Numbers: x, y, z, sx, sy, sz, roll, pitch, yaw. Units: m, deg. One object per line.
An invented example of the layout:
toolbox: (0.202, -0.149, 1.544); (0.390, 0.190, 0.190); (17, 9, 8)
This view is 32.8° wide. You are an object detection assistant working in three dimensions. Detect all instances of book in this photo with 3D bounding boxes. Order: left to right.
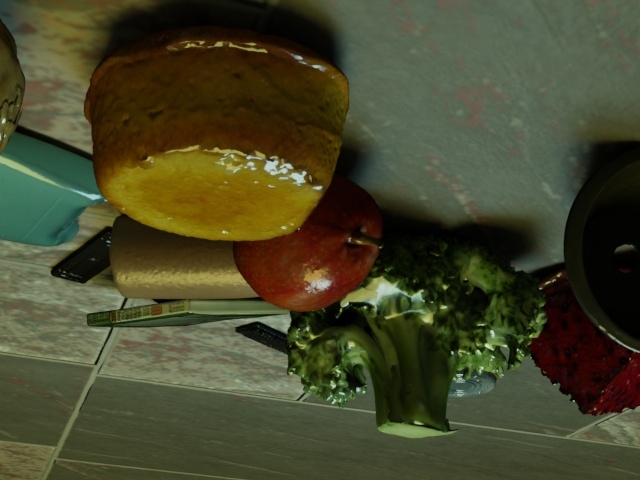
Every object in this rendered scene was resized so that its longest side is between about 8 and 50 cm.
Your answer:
book: (-0.212, 0.115, 1.722); (0.202, 0.027, 0.264); (2, 171, -45)

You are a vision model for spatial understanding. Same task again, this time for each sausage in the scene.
sausage: (-0.163, 0.022, 1.548); (0.253, 0.123, 0.123); (-1, 154, 4)

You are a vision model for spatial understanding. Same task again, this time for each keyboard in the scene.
keyboard: (-0.350, 0.026, 1.692); (0.061, 0.013, 0.204); (19, 149, -32)
keyboard: (-0.072, 0.191, 2.008); (0.060, 0.018, 0.195); (-15, 149, 37)

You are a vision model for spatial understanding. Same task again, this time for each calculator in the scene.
calculator: (-0.473, -0.086, 1.429); (0.386, 0.054, 0.256); (20, 149, -26)

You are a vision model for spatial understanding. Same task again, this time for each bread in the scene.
bread: (-0.115, -0.114, 1.202); (0.312, 0.172, 0.312); (1, 156, 0)

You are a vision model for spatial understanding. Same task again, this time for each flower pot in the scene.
flower pot: (0.423, 0.018, 1.401); (0.269, 0.268, 0.166); (4, 175, -4)

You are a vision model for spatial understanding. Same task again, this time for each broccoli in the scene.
broccoli: (0.124, 0.126, 1.587); (0.338, 0.317, 0.277); (37, 148, 2)

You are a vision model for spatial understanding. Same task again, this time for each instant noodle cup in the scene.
instant noodle cup: (0.237, 0.194, 1.865); (0.208, 0.125, 0.177); (13, 153, -21)

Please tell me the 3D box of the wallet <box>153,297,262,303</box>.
wallet: (-0.155, 0.053, 1.685); (0.236, 0.055, 0.160); (-4, 159, 3)

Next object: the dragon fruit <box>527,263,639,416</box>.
dragon fruit: (0.446, 0.194, 1.728); (0.302, 0.240, 0.330); (7, 154, 36)

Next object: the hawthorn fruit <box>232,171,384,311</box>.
hawthorn fruit: (0.000, 0.000, 1.379); (0.197, 0.196, 0.226); (24, 165, -37)

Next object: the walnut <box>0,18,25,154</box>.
walnut: (-0.409, -0.154, 1.130); (0.198, 0.198, 0.245); (11, 152, -17)
